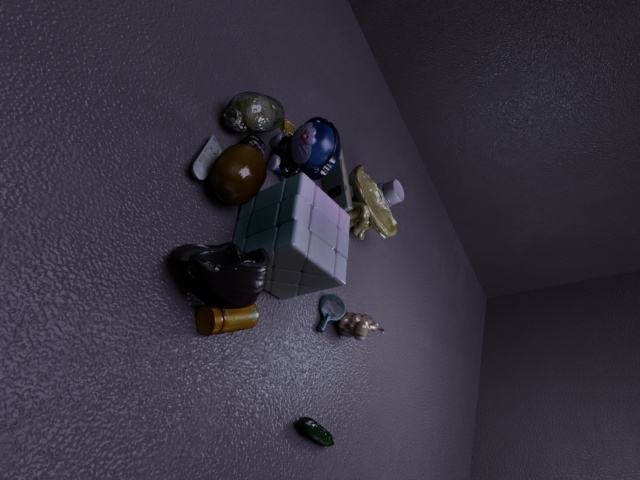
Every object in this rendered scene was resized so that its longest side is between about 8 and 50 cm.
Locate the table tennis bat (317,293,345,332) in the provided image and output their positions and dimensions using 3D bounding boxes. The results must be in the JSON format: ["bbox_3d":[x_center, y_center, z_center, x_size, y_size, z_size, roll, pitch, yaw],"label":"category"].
[{"bbox_3d":[0.038,0.324,1.787,0.124,0.033,0.201,35,49,-2],"label":"table tennis bat"}]

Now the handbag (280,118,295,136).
[{"bbox_3d":[-0.155,-0.540,1.953,0.083,0.027,0.061,28,53,-47],"label":"handbag"}]

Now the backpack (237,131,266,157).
[{"bbox_3d":[-0.279,-0.357,1.620,0.120,0.105,0.165,40,47,-33],"label":"backpack"}]

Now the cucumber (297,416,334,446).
[{"bbox_3d":[-0.012,0.726,1.524,0.227,0.069,0.069,50,39,-35],"label":"cucumber"}]

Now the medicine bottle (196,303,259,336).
[{"bbox_3d":[-0.297,0.250,1.315,0.191,0.096,0.097,4,71,-55],"label":"medicine bottle"}]

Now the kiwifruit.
[{"bbox_3d":[-0.298,-0.233,1.459,0.196,0.195,0.234,46,44,-32],"label":"kiwifruit"}]

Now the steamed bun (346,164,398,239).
[{"bbox_3d":[0.228,-0.156,2.163,0.428,0.189,0.247,56,40,-12],"label":"steamed bun"}]

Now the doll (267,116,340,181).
[{"bbox_3d":[-0.055,-0.392,1.773,0.240,0.309,0.285,21,58,-51],"label":"doll"}]

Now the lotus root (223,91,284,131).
[{"bbox_3d":[-0.254,-0.533,1.685,0.349,0.174,0.175,-29,98,-59],"label":"lotus root"}]

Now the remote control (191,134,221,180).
[{"bbox_3d":[-0.414,-0.296,1.460,0.229,0.044,0.073,-81,149,-46],"label":"remote control"}]

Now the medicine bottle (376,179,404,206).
[{"bbox_3d":[0.335,-0.245,2.302,0.151,0.254,0.152,27,55,-46],"label":"medicine bottle"}]

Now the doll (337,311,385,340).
[{"bbox_3d":[0.192,0.399,1.896,0.278,0.154,0.119,18,87,-52],"label":"doll"}]

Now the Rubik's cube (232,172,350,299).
[{"bbox_3d":[-0.106,-0.001,1.507,0.318,0.321,0.316,38,45,-41],"label":"Rubik's cube"}]

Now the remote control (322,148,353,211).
[{"bbox_3d":[0.074,-0.300,2.060,0.050,0.145,0.345,8,69,-48],"label":"remote control"}]

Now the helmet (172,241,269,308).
[{"bbox_3d":[-0.305,0.114,1.263,0.225,0.304,0.177,-37,131,-66],"label":"helmet"}]
